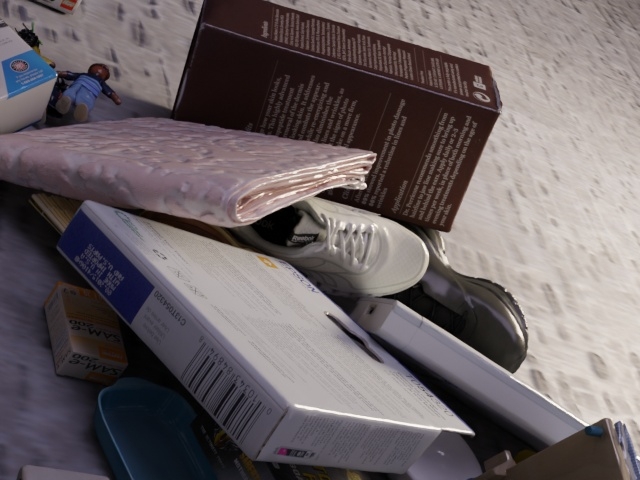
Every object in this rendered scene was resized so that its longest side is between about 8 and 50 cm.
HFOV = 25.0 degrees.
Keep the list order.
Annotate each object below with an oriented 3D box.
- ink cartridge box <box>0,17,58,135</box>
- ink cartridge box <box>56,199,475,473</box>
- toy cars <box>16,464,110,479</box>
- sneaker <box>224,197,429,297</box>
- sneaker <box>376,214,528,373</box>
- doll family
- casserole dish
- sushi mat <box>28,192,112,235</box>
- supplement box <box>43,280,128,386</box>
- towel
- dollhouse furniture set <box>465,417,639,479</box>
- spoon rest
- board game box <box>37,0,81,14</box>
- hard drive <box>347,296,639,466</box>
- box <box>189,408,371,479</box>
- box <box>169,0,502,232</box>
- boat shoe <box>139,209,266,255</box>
[{"bbox_3d":[-0.402,-0.193,1.554,0.190,0.082,0.139,43,45,14],"label":"ink cartridge box"},{"bbox_3d":[-0.049,0.102,1.403,0.324,0.071,0.330,41,12,35],"label":"ink cartridge box"},{"bbox_3d":[-0.276,0.203,1.143,0.394,0.087,0.176,46,34,9],"label":"toy cars"},{"bbox_3d":[0.000,0.000,1.669,0.292,0.110,0.118,14,-7,-20],"label":"sneaker"},{"bbox_3d":[0.136,0.071,1.795,0.130,0.109,0.286,-11,44,-46],"label":"sneaker"},{"bbox_3d":[-0.328,-0.196,1.689,0.193,0.076,0.111,36,25,-9],"label":"doll family"},{"bbox_3d":[-0.145,0.207,1.326,0.114,0.037,0.188,5,41,-44],"label":"casserole dish"},{"bbox_3d":[-0.166,0.062,1.503,0.316,0.019,0.151,46,16,15],"label":"sushi mat"},{"bbox_3d":[-0.229,0.090,1.404,0.062,0.036,0.098,17,34,-34],"label":"supplement box"},{"bbox_3d":[-0.151,-0.080,1.558,0.332,0.053,0.317,10,14,28],"label":"towel"},{"bbox_3d":[0.334,0.307,1.433,0.198,0.286,0.303,12,52,-38],"label":"dollhouse furniture set"},{"bbox_3d":[0.066,0.187,1.544,0.276,0.084,0.137,38,28,3],"label":"spoon rest"},{"bbox_3d":[-0.421,-0.438,1.960,0.193,0.053,0.305,20,33,-28],"label":"board game box"},{"bbox_3d":[0.199,0.176,1.629,0.353,0.047,0.233,34,-6,-7],"label":"hard drive"},{"bbox_3d":[-0.004,0.256,1.348,0.183,0.056,0.231,23,28,-51],"label":"box"},{"bbox_3d":[0.012,-0.162,1.803,0.381,0.191,0.143,15,31,-10],"label":"box"},{"bbox_3d":[-0.125,0.021,1.592,0.178,0.064,0.060,31,52,-24],"label":"boat shoe"}]
